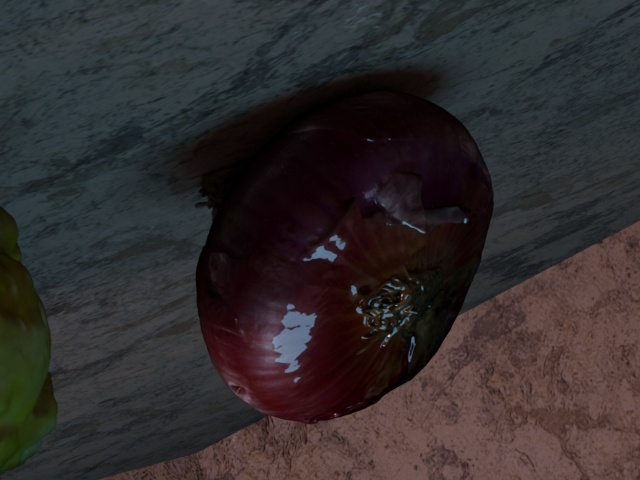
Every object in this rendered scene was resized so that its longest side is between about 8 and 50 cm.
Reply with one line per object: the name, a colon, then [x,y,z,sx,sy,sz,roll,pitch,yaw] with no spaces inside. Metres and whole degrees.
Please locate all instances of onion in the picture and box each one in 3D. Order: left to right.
onion: [0.000,0.000,1.951,0.348,0.285,0.347,-36,143,-33]

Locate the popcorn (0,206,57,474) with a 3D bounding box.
popcorn: [-0.360,0.083,1.544,0.312,0.312,0.312,-20,169,-4]
